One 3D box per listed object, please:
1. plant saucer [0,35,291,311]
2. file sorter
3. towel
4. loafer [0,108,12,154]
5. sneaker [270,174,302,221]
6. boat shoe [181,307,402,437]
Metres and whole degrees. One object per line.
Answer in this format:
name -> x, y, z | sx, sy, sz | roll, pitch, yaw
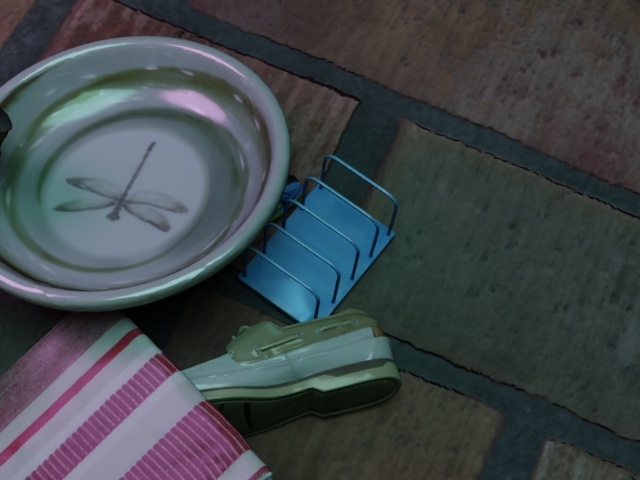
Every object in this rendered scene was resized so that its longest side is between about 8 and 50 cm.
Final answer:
plant saucer -> -0.229, -0.067, 1.441 | 0.400, 0.100, 0.400 | -3, 54, 4
file sorter -> 0.000, 0.000, 1.481 | 0.118, 0.104, 0.170 | 35, 66, 11
towel -> -0.227, 0.224, 1.295 | 0.237, 0.037, 0.329 | -45, 55, -8
loafer -> -0.522, -0.091, 1.395 | 0.366, 0.134, 0.130 | -4, 102, 7
sneaker -> -0.115, -0.054, 1.513 | 0.188, 0.067, 0.078 | -12, 65, -1
boat shoe -> -0.065, 0.152, 1.406 | 0.302, 0.113, 0.103 | -7, 58, -16
